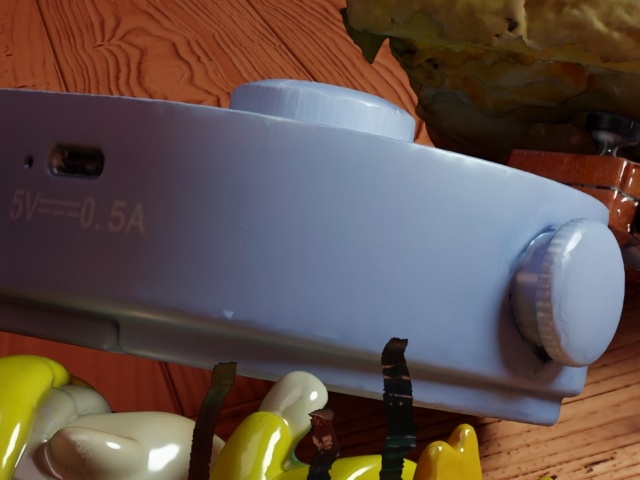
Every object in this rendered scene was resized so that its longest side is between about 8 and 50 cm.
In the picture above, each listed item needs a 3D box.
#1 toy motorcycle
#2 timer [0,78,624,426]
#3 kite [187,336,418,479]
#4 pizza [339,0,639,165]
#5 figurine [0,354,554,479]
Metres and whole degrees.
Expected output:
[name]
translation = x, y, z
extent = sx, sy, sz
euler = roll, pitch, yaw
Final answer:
[toy motorcycle]
translation = 0.188, -0.011, 1.232
extent = 0.298, 0.171, 0.089
euler = 9, 65, 35
[timer]
translation = 0.000, 0.000, 1.057
extent = 0.395, 0.173, 0.395
euler = 10, -5, 1
[kite]
translation = -0.026, 0.193, 0.704
extent = 0.169, 0.309, 0.015
euler = -9, -21, 24
[pizza]
translation = 0.187, -0.106, 1.236
extent = 0.435, 0.080, 0.392
euler = -10, -27, 45
[figurine]
translation = -0.064, 0.143, 0.863
extent = 0.344, 0.215, 0.187
euler = -7, 48, 32
